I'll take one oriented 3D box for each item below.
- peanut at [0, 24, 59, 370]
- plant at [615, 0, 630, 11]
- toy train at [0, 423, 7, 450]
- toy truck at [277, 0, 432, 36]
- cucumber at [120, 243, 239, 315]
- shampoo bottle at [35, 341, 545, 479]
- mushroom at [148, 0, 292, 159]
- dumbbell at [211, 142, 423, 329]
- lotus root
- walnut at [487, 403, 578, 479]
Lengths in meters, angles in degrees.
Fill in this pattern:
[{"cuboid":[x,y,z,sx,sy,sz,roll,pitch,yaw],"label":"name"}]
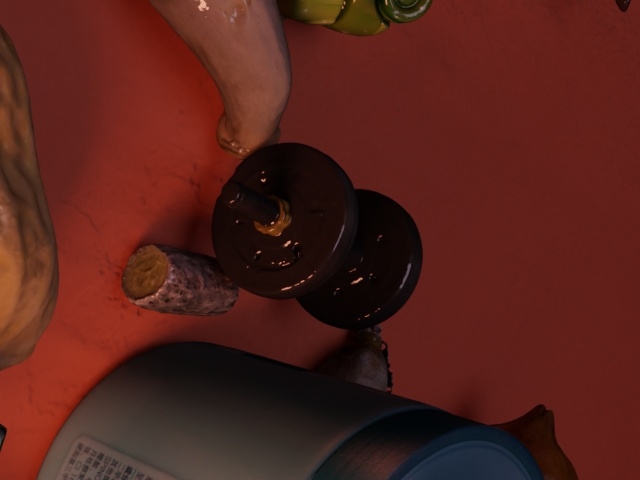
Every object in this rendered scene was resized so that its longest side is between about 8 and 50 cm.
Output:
[{"cuboid":[-0.267,-0.046,0.824,0.152,0.152,0.313,-19,113,-44],"label":"peanut"},{"cuboid":[0.370,-0.446,1.409,0.194,0.181,0.321,27,74,-47],"label":"plant"},{"cuboid":[-0.334,0.107,0.770,0.251,0.119,0.085,25,80,-29],"label":"toy train"},{"cuboid":[0.005,-0.278,1.084,0.210,0.148,0.187,-20,118,-21],"label":"toy truck"},{"cuboid":[-0.124,0.040,1.064,0.112,0.064,0.064,17,86,-51],"label":"cucumber"},{"cuboid":[-0.033,0.277,1.007,0.331,0.342,0.331,-13,108,-46],"label":"shampoo bottle"},{"cuboid":[-0.084,-0.183,1.015,0.103,0.118,0.270,-46,128,-33],"label":"mushroom"},{"cuboid":[0.000,0.000,1.108,0.325,0.143,0.143,28,77,-59],"label":"dumbbell"},{"cuboid":[0.032,0.160,1.250,0.165,0.088,0.088,-54,133,-38],"label":"lotus root"},{"cuboid":[0.210,0.354,1.400,0.209,0.209,0.336,35,74,-46],"label":"walnut"}]
